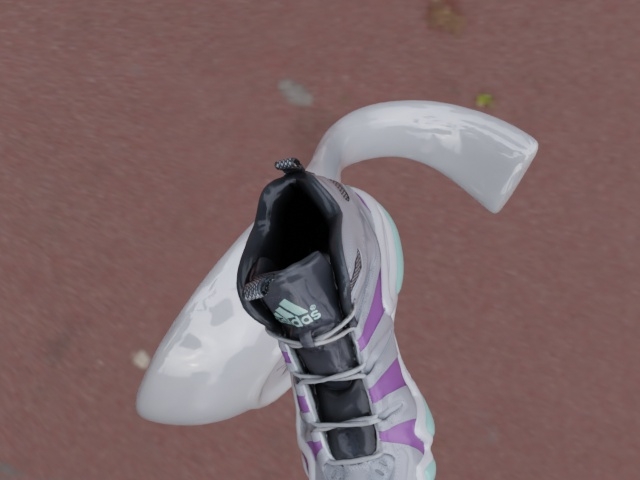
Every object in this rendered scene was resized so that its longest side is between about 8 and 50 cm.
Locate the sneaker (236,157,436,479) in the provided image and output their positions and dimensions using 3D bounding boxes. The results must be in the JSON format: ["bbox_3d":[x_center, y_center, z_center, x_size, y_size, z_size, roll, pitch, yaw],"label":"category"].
[{"bbox_3d":[-0.001,0.027,0.469,0.038,0.069,0.098,-17,69,18],"label":"sneaker"}]

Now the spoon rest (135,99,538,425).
[{"bbox_3d":[0.000,0.000,0.912,0.084,0.137,0.276,40,43,15],"label":"spoon rest"}]
